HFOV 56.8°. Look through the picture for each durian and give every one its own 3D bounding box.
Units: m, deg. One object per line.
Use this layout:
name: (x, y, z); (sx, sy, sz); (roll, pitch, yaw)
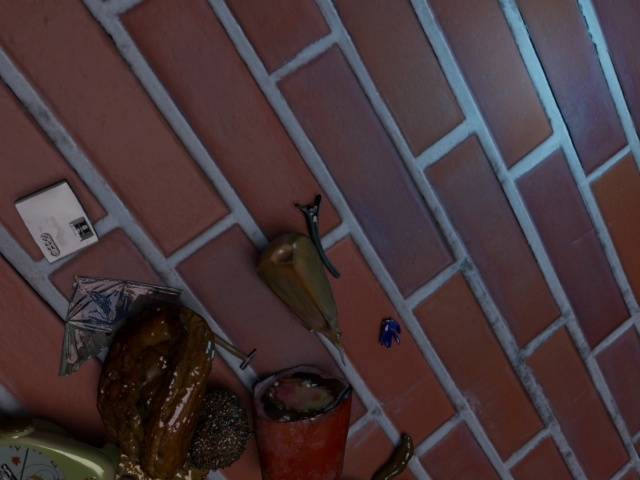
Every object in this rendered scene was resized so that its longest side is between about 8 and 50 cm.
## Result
durian: (-0.249, 0.443, 1.399); (0.167, 0.196, 0.196); (-18, 108, -13)

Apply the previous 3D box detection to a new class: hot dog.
hot dog: (-0.358, 0.332, 1.305); (0.174, 0.267, 0.387); (1, 107, -56)

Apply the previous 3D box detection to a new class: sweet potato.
sweet potato: (0.217, 0.647, 1.708); (0.182, 0.053, 0.054); (-52, 153, 0)

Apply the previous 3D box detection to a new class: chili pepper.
chili pepper: (-0.042, 0.498, 1.477); (0.251, 0.229, 0.305); (-18, 111, -51)

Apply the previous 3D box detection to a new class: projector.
projector: (-0.551, -0.041, 1.246); (0.115, 0.061, 0.147); (-27, 110, -12)

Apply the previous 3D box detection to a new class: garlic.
garlic: (-0.041, 0.132, 1.418); (0.151, 0.196, 0.338); (-25, 118, 0)

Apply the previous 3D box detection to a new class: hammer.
hammer: (-0.244, 0.246, 1.457); (0.199, 0.013, 0.062); (40, 86, -24)

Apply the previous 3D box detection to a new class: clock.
clock: (-0.643, 0.519, 1.283); (0.348, 0.117, 0.286); (30, 96, -11)

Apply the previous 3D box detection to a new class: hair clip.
hair clip: (0.000, 0.000, 1.487); (0.070, 0.039, 0.229); (-24, 114, -14)

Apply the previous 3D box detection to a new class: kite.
kite: (-0.464, 0.202, 1.363); (0.335, 0.011, 0.314); (-34, 112, -10)

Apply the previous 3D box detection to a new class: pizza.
pizza: (-0.410, 0.597, 1.438); (0.324, 0.089, 0.223); (8, 96, -22)

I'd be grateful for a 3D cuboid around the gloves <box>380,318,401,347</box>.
gloves: (0.194, 0.254, 1.621); (0.064, 0.026, 0.086); (-3, 103, -23)
